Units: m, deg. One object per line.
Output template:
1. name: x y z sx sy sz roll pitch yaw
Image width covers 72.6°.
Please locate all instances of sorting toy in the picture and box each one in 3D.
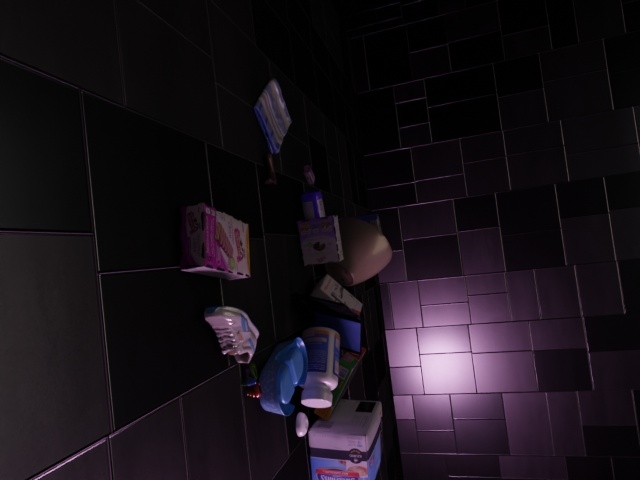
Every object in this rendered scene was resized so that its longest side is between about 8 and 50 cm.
1. sorting toy: -0.200 0.402 1.242 0.061 0.042 0.101 78 -5 -79

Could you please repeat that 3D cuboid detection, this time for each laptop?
1. laptop: 0.031 0.329 1.723 0.264 0.235 0.136 44 60 -52

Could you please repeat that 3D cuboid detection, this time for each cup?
1. cup: 0.156 0.088 2.166 0.237 0.332 0.330 -51 137 -32

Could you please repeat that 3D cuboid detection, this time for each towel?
1. towel: -0.180 -0.488 1.700 0.284 0.034 0.209 -77 153 -49

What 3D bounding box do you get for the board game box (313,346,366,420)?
1. board game box: 0.090 0.585 1.843 0.242 0.064 0.316 -65 166 6

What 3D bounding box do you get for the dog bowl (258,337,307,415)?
1. dog bowl: -0.119 0.439 1.424 0.297 0.074 0.165 -56 136 -67

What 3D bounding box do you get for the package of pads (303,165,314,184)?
1. package of pads: -0.053 -0.308 2.049 0.083 0.032 0.050 61 24 -51

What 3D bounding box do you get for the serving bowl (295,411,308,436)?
1. serving bowl: -0.063 0.671 1.589 0.083 0.027 0.083 -7 90 -73

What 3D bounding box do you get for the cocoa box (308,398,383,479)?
1. cocoa box: 0.116 0.816 1.759 0.347 0.232 0.227 -1 88 -73

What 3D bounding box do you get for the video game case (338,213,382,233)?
1. video game case: 0.199 -0.015 2.344 0.061 0.270 0.244 -73 150 -51

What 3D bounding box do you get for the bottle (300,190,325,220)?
1. bottle: -0.019 -0.079 1.953 0.118 0.093 0.282 -52 133 -73

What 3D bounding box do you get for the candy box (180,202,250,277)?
1. candy box: -0.265 0.011 1.125 0.233 0.071 0.159 31 53 -70

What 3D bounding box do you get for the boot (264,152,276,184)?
1. boot: -0.185 -0.261 1.573 0.106 0.037 0.114 -51 136 -85

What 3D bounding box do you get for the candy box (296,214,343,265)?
1. candy box: 0.000 0.000 1.854 0.070 0.165 0.196 -21 104 -72

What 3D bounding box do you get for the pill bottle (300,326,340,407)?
1. pill bottle: -0.007 0.478 1.646 0.152 0.153 0.271 62 27 -50

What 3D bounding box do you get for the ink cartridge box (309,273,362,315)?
1. ink cartridge box: 0.066 0.269 1.895 0.218 0.092 0.158 39 23 -2

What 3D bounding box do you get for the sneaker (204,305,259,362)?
1. sneaker: -0.227 0.241 1.128 0.228 0.088 0.092 60 30 -48
